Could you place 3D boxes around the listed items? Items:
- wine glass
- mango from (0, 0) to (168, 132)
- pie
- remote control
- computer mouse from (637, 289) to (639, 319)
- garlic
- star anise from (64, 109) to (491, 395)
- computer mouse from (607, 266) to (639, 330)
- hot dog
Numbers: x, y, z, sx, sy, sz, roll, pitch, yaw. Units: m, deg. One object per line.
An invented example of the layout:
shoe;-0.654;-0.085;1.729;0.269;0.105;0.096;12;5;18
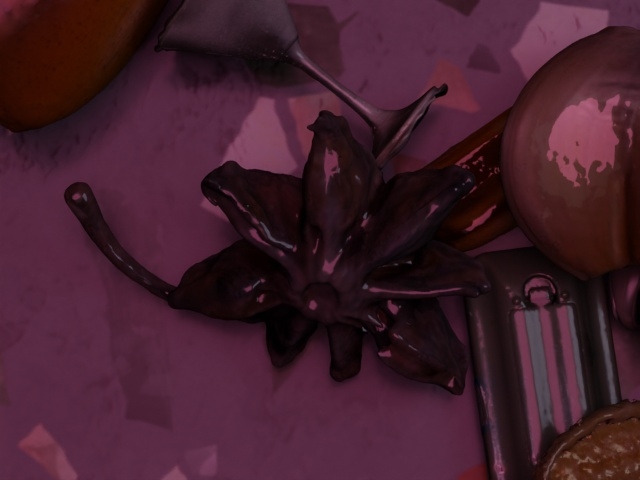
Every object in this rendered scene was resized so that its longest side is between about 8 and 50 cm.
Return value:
wine glass;-0.013;-0.158;1.700;0.232;0.156;0.156;38;84;0
mango;-0.214;-0.243;1.697;0.350;0.199;0.201;-46;114;-18
pie;0.283;0.268;1.633;0.274;0.055;0.274;6;77;-27
remote control;0.207;0.171;1.690;0.128;0.065;0.335;-7;83;-4
computer mouse;0.368;0.100;1.695;0.217;0.073;0.122;42;81;0
garlic;0.261;-0.079;1.628;0.217;0.110;0.228;-3;81;3
star anise;0.000;0.000;1.654;0.316;0.139;0.359;-38;106;26
computer mouse;0.279;0.031;1.712;0.039;0.066;0.096;16;83;30
hot dog;0.196;-0.074;1.723;0.250;0.076;0.104;-35;64;-8
